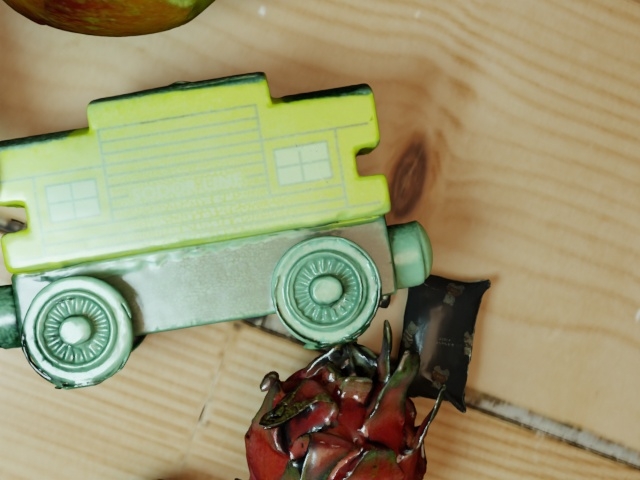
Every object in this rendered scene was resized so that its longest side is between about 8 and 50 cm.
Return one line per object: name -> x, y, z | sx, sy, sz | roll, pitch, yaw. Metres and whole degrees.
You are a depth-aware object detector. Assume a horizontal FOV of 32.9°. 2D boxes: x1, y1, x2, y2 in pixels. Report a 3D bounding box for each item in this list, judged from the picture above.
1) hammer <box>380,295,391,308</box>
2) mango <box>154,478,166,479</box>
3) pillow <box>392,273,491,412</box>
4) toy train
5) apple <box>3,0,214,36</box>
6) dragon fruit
hammer -> 0.000, 0.000, 1.166 | 0.201, 0.021, 0.078 | 25, 95, -10
mango -> -0.195, 0.377, 1.108 | 0.257, 0.138, 0.187 | -47, 118, 0
pillow -> 0.128, 0.108, 1.185 | 0.090, 0.048, 0.150 | 10, 89, -19
toy train -> -0.119, -0.020, 1.058 | 0.442, 0.179, 0.272 | -9, 91, -1
apple -> -0.161, -0.367, 0.944 | 0.374, 0.374, 0.384 | -22, 83, -8
dragon fruit -> 0.018, 0.201, 1.099 | 0.192, 0.193, 0.274 | 11, 99, -9
